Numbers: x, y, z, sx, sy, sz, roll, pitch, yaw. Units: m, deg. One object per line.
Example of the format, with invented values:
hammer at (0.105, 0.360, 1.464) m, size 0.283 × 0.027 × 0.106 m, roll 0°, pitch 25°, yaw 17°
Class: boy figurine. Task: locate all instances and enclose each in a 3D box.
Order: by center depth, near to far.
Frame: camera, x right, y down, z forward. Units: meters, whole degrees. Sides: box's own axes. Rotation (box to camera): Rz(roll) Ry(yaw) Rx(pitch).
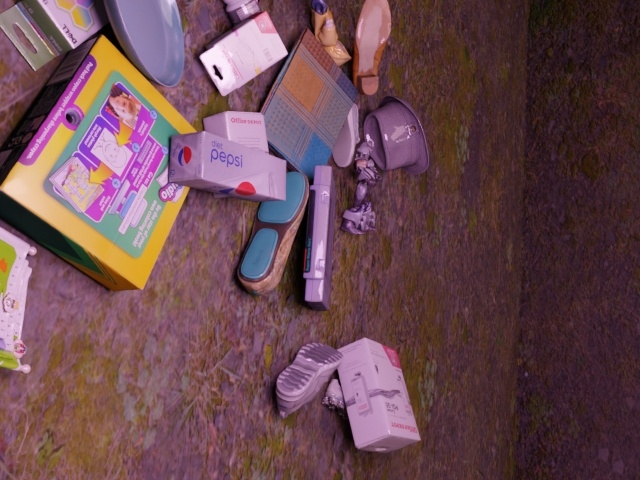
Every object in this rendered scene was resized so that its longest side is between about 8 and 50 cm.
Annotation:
boy figurine at (0.019, -0.629, 1.740) m, size 0.177 × 0.092 × 0.285 m, roll -104°, pitch 176°, yaw -57°

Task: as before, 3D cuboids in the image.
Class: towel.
towel at (-0.034, -0.363, 1.673) m, size 0.271 × 0.040 × 0.370 m, roll 43°, pitch 58°, yaw -38°

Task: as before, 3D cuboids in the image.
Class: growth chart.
growth chart at (-0.516, 0.086, 0.958) m, size 0.172 × 0.021 × 0.237 m, roll 47°, pitch 37°, yaw -68°

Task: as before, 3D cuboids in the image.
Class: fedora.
fedora at (0.225, -0.322, 1.948) m, size 0.124 × 0.244 × 0.275 m, roll -24°, pitch 110°, yaw -22°

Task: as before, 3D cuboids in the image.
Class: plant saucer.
plant saucer at (-0.353, -0.461, 1.198) m, size 0.317 × 0.044 × 0.317 m, roll -8°, pitch 90°, yaw -81°

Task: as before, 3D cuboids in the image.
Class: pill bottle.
pill bottle at (-0.186, -0.560, 1.498) m, size 0.137 × 0.078 × 0.078 m, roll 61°, pitch 42°, yaw -28°

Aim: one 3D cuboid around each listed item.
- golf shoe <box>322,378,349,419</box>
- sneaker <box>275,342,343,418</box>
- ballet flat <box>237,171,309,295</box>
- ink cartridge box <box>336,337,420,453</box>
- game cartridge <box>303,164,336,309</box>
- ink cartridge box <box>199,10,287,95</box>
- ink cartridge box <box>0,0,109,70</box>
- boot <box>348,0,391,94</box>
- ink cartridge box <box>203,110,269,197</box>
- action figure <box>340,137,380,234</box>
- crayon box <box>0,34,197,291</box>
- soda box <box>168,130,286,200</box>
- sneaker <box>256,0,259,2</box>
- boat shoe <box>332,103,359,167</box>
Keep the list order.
golf shoe at (0.076, 0.462, 1.743) m, size 0.176 × 0.069 × 0.086 m, roll 49°, pitch 43°, yaw -40°
sneaker at (-0.039, 0.362, 1.598) m, size 0.281 × 0.105 × 0.115 m, roll -25°, pitch 136°, yaw -54°
ballet flat at (-0.112, -0.015, 1.520) m, size 0.123 × 0.123 × 0.348 m, roll 48°, pitch 49°, yaw -39°
ink cartridge box at (0.163, 0.446, 1.732) m, size 0.207 × 0.117 × 0.283 m, roll 31°, pitch 38°, yaw -50°
game cartridge at (0.000, 0.000, 1.614) m, size 0.230 × 0.068 × 0.355 m, roll 55°, pitch 38°, yaw -74°
ink cartridge box at (-0.192, -0.445, 1.446) m, size 0.198 × 0.067 × 0.115 m, roll -38°, pitch 120°, yaw -15°
ink cartridge box at (-0.472, -0.414, 1.105) m, size 0.109 × 0.062 × 0.209 m, roll 59°, pitch 44°, yaw -31°
boot at (0.132, -0.591, 1.827) m, size 0.211 × 0.104 × 0.295 m, roll -112°, pitch -156°, yaw -65°
ink cartridge box at (-0.193, -0.203, 1.441) m, size 0.139 × 0.082 × 0.190 m, roll -12°, pitch 95°, yaw -54°
action figure at (0.133, -0.167, 1.823) m, size 0.185 × 0.099 × 0.285 m, roll -32°, pitch 131°, yaw -68°
crayon box at (-0.400, -0.137, 1.133) m, size 0.313 × 0.106 × 0.363 m, roll 48°, pitch 49°, yaw -41°
soda box at (-0.186, -0.148, 1.280) m, size 0.286 × 0.091 × 0.098 m, roll 11°, pitch 79°, yaw -59°
sneaker at (-0.169, -0.688, 1.549) m, size 0.075 × 0.063 × 0.170 m, roll -11°, pitch 90°, yaw -48°
boat shoe at (0.087, -0.328, 1.840) m, size 0.081 × 0.079 × 0.227 m, roll 14°, pitch 71°, yaw -48°
